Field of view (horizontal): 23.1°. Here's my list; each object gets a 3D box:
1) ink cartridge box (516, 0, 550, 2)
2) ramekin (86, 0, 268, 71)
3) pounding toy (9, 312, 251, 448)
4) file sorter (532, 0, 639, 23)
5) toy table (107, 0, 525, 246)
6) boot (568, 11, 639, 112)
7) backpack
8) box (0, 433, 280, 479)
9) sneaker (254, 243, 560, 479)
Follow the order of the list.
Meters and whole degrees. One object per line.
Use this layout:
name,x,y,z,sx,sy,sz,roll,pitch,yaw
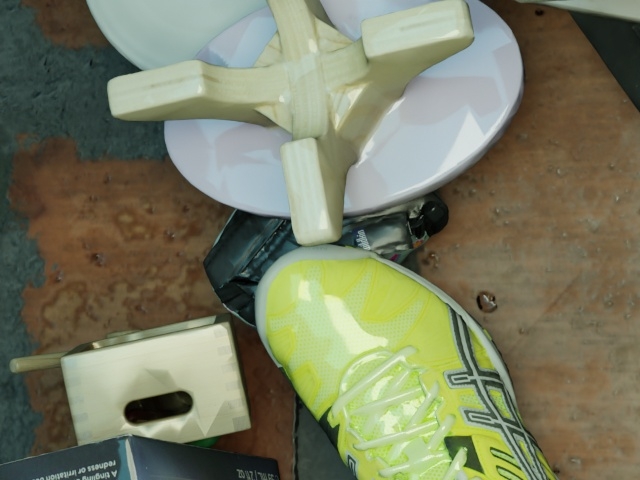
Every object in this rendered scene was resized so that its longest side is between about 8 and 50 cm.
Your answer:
ink cartridge box,0.156,-0.237,0.918,0.128,0.127,0.176,1,86,26
ramekin,-0.056,-0.241,1.309,0.273,0.127,0.273,-4,79,19
pounding toy,-0.149,0.121,1.240,0.181,0.206,0.094,-12,91,-2
file sorter,0.190,-0.266,1.073,0.277,0.173,0.193,15,91,26
toy table,-0.002,-0.115,1.117,0.274,0.161,0.252,-23,78,11
boot,0.435,-0.113,1.114,0.367,0.146,0.445,-33,66,8
backpack,0.000,0.000,1.246,0.182,0.115,0.152,-46,67,3
box,-0.127,0.308,1.132,0.182,0.296,0.294,-15,76,16
sneaker,0.096,0.156,1.114,0.145,0.147,0.385,-41,87,6
